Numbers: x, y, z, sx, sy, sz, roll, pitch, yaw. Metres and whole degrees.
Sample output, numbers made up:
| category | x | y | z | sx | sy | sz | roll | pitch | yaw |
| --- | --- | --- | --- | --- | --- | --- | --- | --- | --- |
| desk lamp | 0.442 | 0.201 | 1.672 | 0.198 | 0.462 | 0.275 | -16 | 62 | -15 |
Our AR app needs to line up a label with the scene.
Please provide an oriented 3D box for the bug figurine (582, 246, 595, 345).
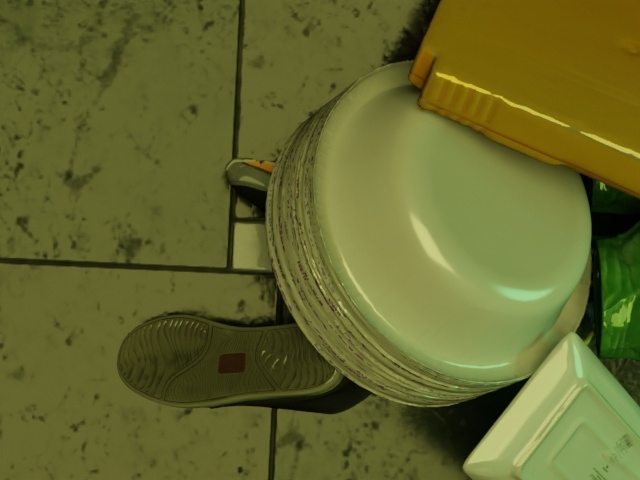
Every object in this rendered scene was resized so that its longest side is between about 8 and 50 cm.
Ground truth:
| category | x | y | z | sx | sy | sz | roll | pitch | yaw |
| --- | --- | --- | --- | --- | --- | --- | --- | --- | --- |
| bug figurine | 0.382 | 0.070 | 1.150 | 0.279 | 0.072 | 0.216 | 37 | 86 | -3 |

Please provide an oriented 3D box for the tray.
| category | x | y | z | sx | sy | sz | roll | pitch | yaw |
| --- | --- | --- | --- | --- | --- | --- | --- | --- | --- |
| tray | 0.234 | 0.198 | 1.074 | 0.145 | 0.030 | 0.270 | -51 | 133 | -5 |

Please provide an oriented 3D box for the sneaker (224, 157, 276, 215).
| category | x | y | z | sx | sy | sz | roll | pitch | yaw |
| --- | --- | --- | --- | --- | --- | --- | --- | --- | --- |
| sneaker | 0.000 | 0.000 | 1.111 | 0.215 | 0.084 | 0.083 | 35 | 91 | -5 |

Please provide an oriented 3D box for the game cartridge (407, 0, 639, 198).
| category | x | y | z | sx | sy | sz | roll | pitch | yaw |
| --- | --- | --- | --- | --- | --- | --- | --- | --- | --- |
| game cartridge | 0.249 | -0.142 | 1.037 | 0.324 | 0.052 | 0.285 | 22 | 42 | 3 |

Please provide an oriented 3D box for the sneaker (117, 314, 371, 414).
| category | x | y | z | sx | sy | sz | roll | pitch | yaw |
| --- | --- | --- | --- | --- | --- | --- | --- | --- | --- |
| sneaker | -0.064 | 0.122 | 1.107 | 0.222 | 0.118 | 0.083 | 1 | 71 | 22 |

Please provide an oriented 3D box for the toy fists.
| category | x | y | z | sx | sy | sz | roll | pitch | yaw |
| --- | --- | --- | --- | --- | --- | --- | --- | --- | --- |
| toy fists | 0.308 | -0.020 | 1.076 | 0.142 | 0.096 | 0.279 | 0 | 57 | 7 |

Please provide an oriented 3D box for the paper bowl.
| category | x | y | z | sx | sy | sz | roll | pitch | yaw |
| --- | --- | --- | --- | --- | --- | --- | --- | --- | --- |
| paper bowl | 0.108 | -0.015 | 1.029 | 0.284 | 0.148 | 0.284 | 12 | 65 | -27 |
